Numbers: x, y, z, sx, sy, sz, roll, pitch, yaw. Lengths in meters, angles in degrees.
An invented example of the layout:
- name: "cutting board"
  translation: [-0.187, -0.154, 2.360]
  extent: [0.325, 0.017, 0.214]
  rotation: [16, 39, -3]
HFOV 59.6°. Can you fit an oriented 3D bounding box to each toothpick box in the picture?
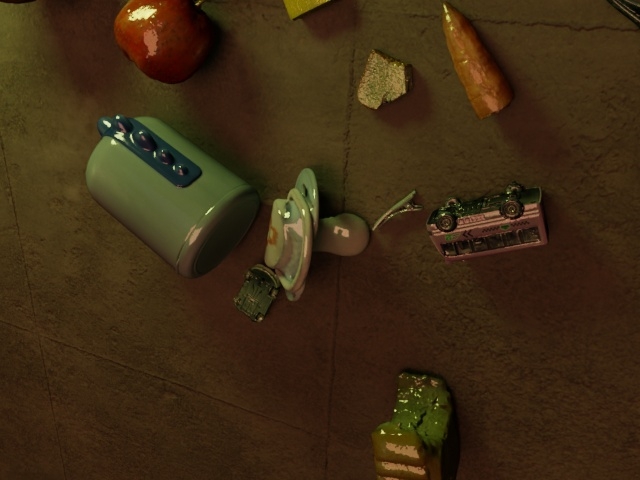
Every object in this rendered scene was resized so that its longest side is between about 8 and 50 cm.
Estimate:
- name: "toothpick box"
  translation: [-0.328, -0.118, 1.173]
  extent: [0.355, 0.263, 0.263]
  rotation: [37, 122, 9]

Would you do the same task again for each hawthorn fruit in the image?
- name: "hawthorn fruit"
  translation: [-0.288, -0.408, 1.079]
  extent: [0.200, 0.179, 0.179]
  rotation: [-41, 90, 20]

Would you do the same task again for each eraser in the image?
- name: "eraser"
  translation: [-0.028, -0.471, 0.995]
  extent: [0.097, 0.045, 0.122]
  rotation: [-16, 104, 31]

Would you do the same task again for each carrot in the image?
- name: "carrot"
  translation: [0.250, -0.303, 0.919]
  extent: [0.072, 0.072, 0.205]
  rotation: [-24, 95, 32]

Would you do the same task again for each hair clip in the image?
- name: "hair clip"
  translation: [0.149, -0.050, 1.093]
  extent: [0.115, 0.030, 0.039]
  rotation: [-35, 94, 33]
- name: "hair clip"
  translation: [0.425, -0.378, 0.817]
  extent: [0.229, 0.039, 0.070]
  rotation: [45, 124, 4]

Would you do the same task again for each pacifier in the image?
- name: "pacifier"
  translation: [0.000, 0.000, 1.126]
  extent: [0.207, 0.227, 0.278]
  rotation: [3, 119, -18]

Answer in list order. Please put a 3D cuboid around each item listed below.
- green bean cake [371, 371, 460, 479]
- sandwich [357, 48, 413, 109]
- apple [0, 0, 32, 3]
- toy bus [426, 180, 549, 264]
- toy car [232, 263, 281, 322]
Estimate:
- name: "green bean cake"
  translation: [0.204, 0.417, 1.144]
  extent: [0.124, 0.236, 0.232]
  rotation: [-4, 111, 24]
- name: "sandwich"
  translation: [0.115, -0.281, 1.009]
  extent: [0.093, 0.036, 0.104]
  rotation: [32, 122, 10]
- name: "apple"
  translation: [-0.605, -0.626, 1.068]
  extent: [0.302, 0.301, 0.301]
  rotation: [10, 115, 22]
- name: "toy bus"
  translation: [0.297, -0.028, 0.994]
  extent: [0.199, 0.096, 0.108]
  rotation: [-12, 109, 27]
- name: "toy car"
  translation: [-0.139, 0.120, 1.290]
  extent: [0.093, 0.058, 0.186]
  rotation: [37, 134, 7]
